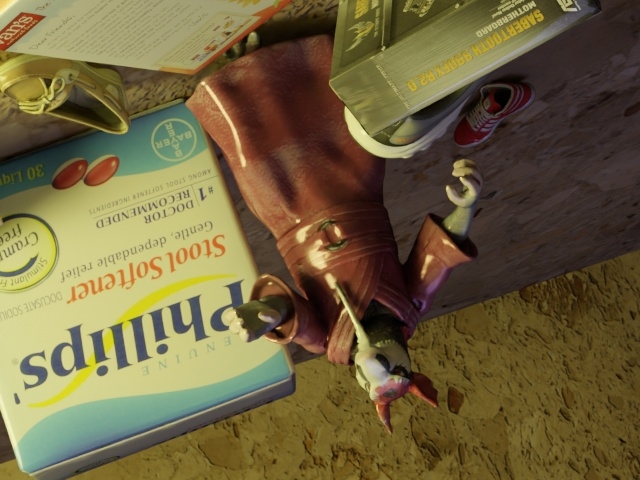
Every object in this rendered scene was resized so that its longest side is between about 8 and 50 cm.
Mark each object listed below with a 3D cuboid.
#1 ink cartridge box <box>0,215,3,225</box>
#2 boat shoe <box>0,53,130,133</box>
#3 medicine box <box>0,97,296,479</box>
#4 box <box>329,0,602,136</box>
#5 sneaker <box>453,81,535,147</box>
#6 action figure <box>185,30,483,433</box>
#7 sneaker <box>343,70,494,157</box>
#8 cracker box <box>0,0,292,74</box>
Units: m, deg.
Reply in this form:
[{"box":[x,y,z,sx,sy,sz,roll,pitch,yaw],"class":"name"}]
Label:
[{"box":[-0.351,-0.030,1.145,0.143,0.090,0.092,-31,163,36],"class":"ink cartridge box"},{"box":[-0.210,-0.120,1.098,0.056,0.048,0.153,-27,165,20],"class":"boat shoe"},{"box":[-0.192,0.053,1.276,0.263,0.289,0.149,-20,166,-6],"class":"medicine box"},{"box":[0.101,-0.195,0.958,0.183,0.231,0.056,-28,121,24],"class":"box"},{"box":[0.197,-0.153,1.591,0.118,0.042,0.067,-38,164,27],"class":"sneaker"},{"box":[0.000,0.000,1.197,0.248,0.370,0.276,-15,169,-15],"class":"action figure"},{"box":[0.128,-0.180,1.061,0.271,0.100,0.108,-53,-177,-8],"class":"sneaker"},{"box":[-0.122,-0.190,0.926,0.156,0.067,0.232,-31,164,31],"class":"cracker box"}]
